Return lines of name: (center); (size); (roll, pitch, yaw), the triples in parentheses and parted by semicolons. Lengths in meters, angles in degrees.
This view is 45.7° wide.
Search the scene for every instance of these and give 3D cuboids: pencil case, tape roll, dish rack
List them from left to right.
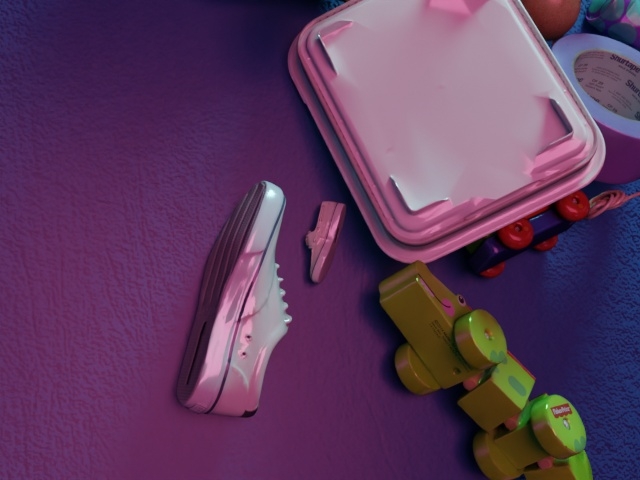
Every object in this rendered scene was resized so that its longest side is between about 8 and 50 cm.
dish rack: (0.137, -0.169, 0.862); (0.285, 0.072, 0.333); (-26, 75, 1)
tape roll: (0.353, -0.167, 0.951); (0.188, 0.080, 0.189); (10, 51, -13)
pencil case: (0.446, -0.293, 1.047); (0.151, 0.064, 0.070); (31, 89, -8)

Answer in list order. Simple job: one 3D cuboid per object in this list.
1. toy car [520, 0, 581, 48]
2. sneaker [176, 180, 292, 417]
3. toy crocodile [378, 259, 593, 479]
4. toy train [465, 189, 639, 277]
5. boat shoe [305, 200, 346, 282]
toy car: (0.291, -0.317, 0.999); (0.155, 0.149, 0.189); (6, 106, -11)
sneaker: (-0.078, 0.065, 0.829); (0.091, 0.094, 0.258); (23, 78, -29)
toy crocodile: (0.194, 0.164, 0.864); (0.340, 0.115, 0.105); (49, 38, -1)
toy train: (0.267, -0.067, 0.944); (0.248, 0.105, 0.143); (-24, 72, -20)
boat shoe: (0.000, 0.000, 0.885); (0.035, 0.035, 0.100); (13, 78, 16)
